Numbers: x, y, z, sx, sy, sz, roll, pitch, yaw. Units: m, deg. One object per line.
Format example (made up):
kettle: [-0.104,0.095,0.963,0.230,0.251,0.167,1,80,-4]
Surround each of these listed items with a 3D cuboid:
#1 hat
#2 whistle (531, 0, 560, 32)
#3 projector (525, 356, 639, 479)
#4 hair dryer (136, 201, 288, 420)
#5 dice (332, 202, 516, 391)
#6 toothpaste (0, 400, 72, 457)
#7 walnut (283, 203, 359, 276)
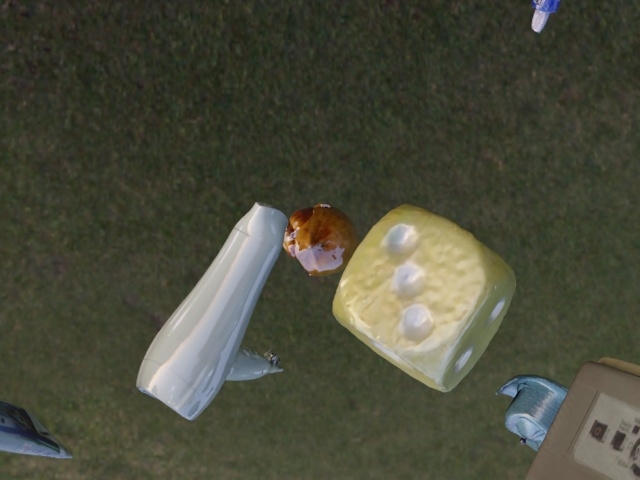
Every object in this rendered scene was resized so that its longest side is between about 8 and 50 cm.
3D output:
hat: [0.306,0.253,1.368,0.138,0.078,0.191,37,164,6]
whistle: [0.242,-0.257,1.023,0.029,0.033,0.083,-16,138,-30]
projector: [0.195,0.125,0.264,0.193,0.088,0.269,29,176,-20]
hair dryer: [-0.068,0.085,0.964,0.075,0.206,0.237,27,172,23]
dice: [0.128,0.070,1.187,0.166,0.169,0.169,31,172,21]
toothpaste: [-0.417,0.191,1.069,0.061,0.099,0.392,-55,151,0]
walnut: [0.000,0.000,1.469,0.116,0.116,0.207,-11,-174,9]
